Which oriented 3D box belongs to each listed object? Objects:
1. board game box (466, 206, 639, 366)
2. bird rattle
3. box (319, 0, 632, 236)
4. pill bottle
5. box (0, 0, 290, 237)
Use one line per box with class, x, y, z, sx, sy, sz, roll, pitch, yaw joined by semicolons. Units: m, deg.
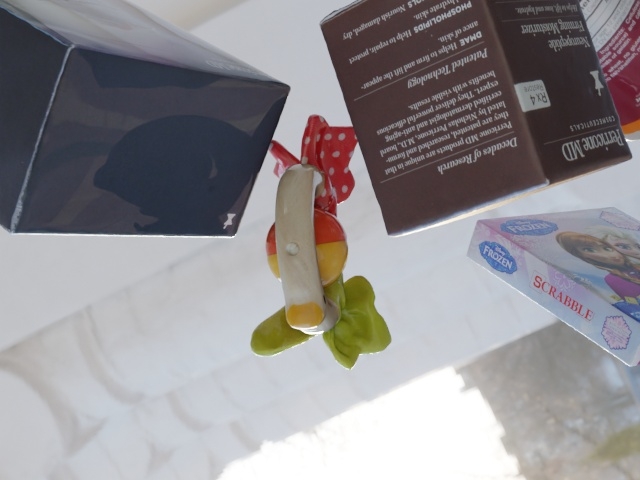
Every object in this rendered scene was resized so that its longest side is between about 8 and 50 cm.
board game box;0.431;0.053;1.641;0.318;0.066;0.318;-6;-150;-39
bird rattle;0.000;0.000;1.125;0.207;0.143;0.254;2;-90;-83
box;0.135;-0.131;0.995;0.168;0.167;0.203;-17;-93;-50
pill bottle;0.354;-0.325;1.595;0.392;0.224;0.224;31;-152;-27
box;-0.242;-0.143;1.111;0.294;0.183;0.296;32;-162;31
